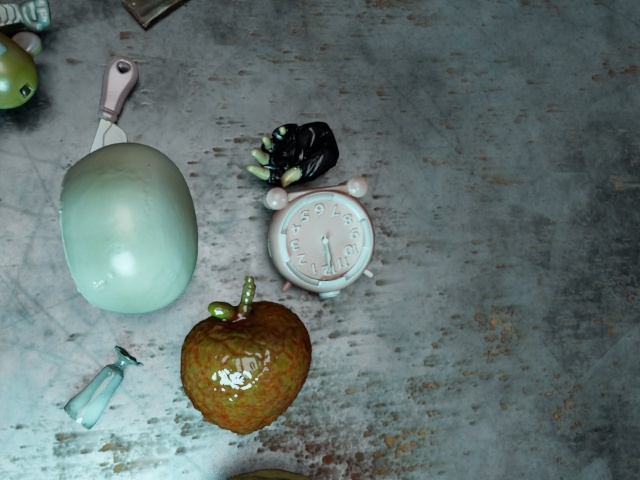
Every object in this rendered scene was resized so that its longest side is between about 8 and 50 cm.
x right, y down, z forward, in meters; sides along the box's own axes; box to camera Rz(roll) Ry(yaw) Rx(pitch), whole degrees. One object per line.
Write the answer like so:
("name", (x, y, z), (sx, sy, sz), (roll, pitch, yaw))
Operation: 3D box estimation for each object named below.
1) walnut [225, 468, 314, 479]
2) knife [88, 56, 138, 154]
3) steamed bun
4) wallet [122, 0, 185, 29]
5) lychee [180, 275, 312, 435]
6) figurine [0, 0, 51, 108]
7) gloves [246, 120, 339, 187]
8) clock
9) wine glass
("walnut", (-0.085, 0.552, 1.232), (0.312, 0.252, 0.277), (-3, 124, 9))
("knife", (-0.445, -0.223, 1.443), (0.081, 0.043, 0.336), (14, 83, -15))
("steamed bun", (-0.335, -0.024, 1.270), (0.206, 0.324, 0.325), (-8, 81, -3))
("wallet", (-0.349, -0.551, 1.523), (0.176, 0.026, 0.095), (-42, 96, -15))
("lychee", (-0.139, 0.220, 1.304), (0.255, 0.255, 0.300), (-8, 120, -13))
("figurine", (-0.681, -0.364, 1.340), (0.284, 0.167, 0.343), (37, 96, 5))
("gloves", (-0.064, -0.181, 1.461), (0.203, 0.124, 0.164), (-18, 53, -11))
("clock", (0.000, 0.000, 1.442), (0.227, 0.142, 0.241), (-10, 91, -10))
("wine glass", (-0.419, 0.283, 1.327), (0.072, 0.072, 0.155), (38, 75, -3))
